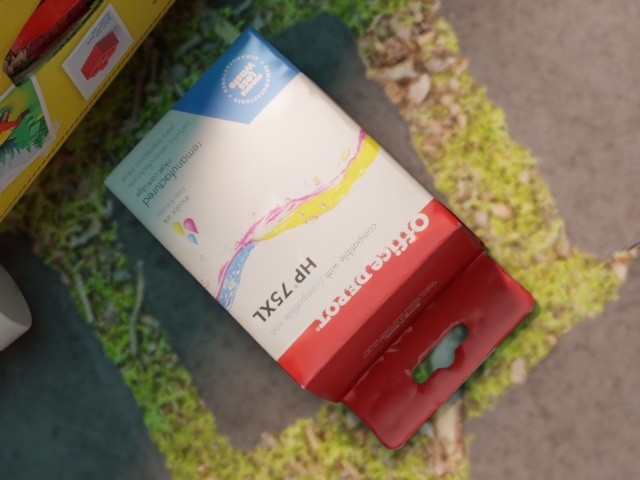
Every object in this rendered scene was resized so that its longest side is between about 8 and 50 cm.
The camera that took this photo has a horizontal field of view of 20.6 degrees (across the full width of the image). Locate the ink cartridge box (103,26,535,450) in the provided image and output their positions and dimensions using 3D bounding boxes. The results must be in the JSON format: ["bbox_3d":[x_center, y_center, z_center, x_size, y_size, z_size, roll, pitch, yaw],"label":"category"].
[{"bbox_3d":[0.000,0.000,1.052,0.134,0.078,0.231,-47,70,3],"label":"ink cartridge box"}]

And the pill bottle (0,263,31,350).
[{"bbox_3d":[-0.278,0.079,1.101,0.187,0.112,0.112,-37,71,6],"label":"pill bottle"}]

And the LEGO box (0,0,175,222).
[{"bbox_3d":[-0.265,-0.248,1.068,0.372,0.193,0.500,31,77,22],"label":"LEGO box"}]
